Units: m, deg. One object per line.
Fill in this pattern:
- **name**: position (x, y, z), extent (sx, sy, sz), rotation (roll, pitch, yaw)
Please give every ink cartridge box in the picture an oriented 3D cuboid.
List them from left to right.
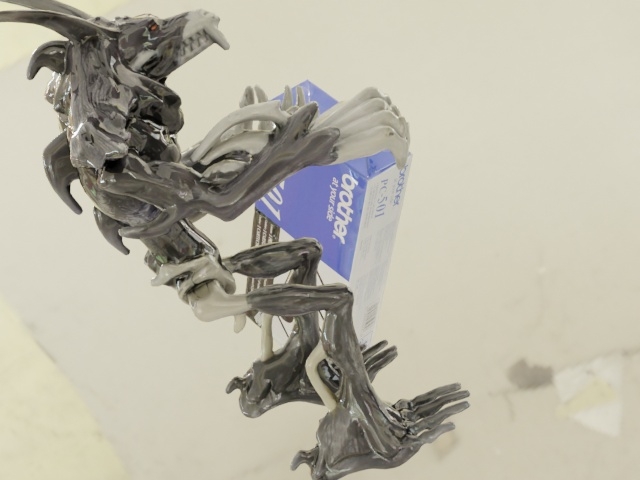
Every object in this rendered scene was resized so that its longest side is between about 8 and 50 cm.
- **ink cartridge box**: position (0.000, 0.000, 0.938), extent (0.046, 0.207, 0.097), rotation (-32, 58, -34)

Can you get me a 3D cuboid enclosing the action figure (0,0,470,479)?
- **action figure**: position (-0.037, -0.024, 0.632), extent (0.141, 0.276, 0.164), rotation (-37, 26, -7)
